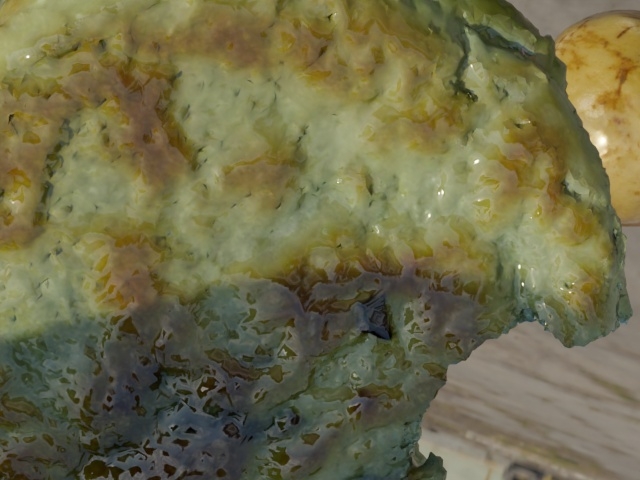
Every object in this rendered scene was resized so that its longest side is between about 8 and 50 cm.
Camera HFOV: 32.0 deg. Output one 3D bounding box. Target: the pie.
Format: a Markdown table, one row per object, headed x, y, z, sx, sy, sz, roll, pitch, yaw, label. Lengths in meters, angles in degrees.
| x | y | z | sx | sy | sz | roll | pitch | yaw | label |
| --- | --- | --- | --- | --- | --- | --- | --- | --- | --- |
| -0.022 | 0.011 | 0.443 | 0.302 | 0.302 | 0.067 | 23 | -170 | -17 | pie |

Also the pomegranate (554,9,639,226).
| x | y | z | sx | sy | sz | roll | pitch | yaw | label |
| --- | --- | --- | --- | --- | --- | --- | --- | --- | --- |
| 0.278 | -0.117 | 1.075 | 0.215 | 0.215 | 0.215 | 20 | 171 | 3 | pomegranate |
